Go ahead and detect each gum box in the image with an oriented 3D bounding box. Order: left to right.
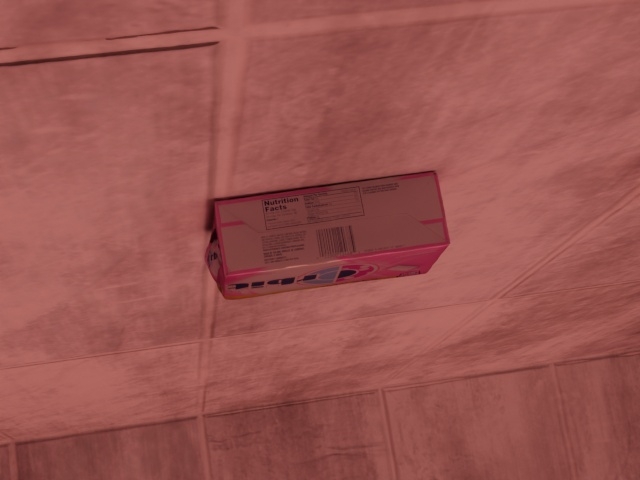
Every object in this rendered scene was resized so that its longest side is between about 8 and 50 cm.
[{"bbox_3d":[0.000,0.000,0.945,0.188,0.062,0.107,-8,167,-7],"label":"gum box"}]
